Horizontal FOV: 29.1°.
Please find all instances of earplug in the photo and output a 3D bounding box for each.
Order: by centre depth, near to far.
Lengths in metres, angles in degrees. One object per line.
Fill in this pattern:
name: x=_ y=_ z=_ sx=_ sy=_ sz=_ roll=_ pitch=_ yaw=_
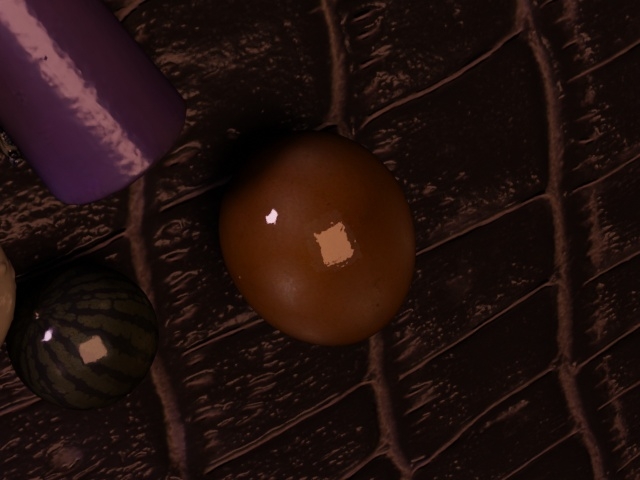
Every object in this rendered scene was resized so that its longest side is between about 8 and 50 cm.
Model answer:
earplug: x=-0.368 y=-0.270 z=1.502 sx=0.215 sy=0.215 sz=0.456 roll=-40 pitch=125 yaw=-8

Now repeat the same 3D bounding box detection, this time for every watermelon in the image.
watermelon: x=-0.333 y=0.133 z=1.721 sx=0.212 sy=0.212 sz=0.212 roll=-15 pitch=121 yaw=-26

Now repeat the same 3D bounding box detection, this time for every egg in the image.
egg: x=0.000 y=0.000 z=1.813 sx=0.282 sy=0.282 sz=0.351 roll=-38 pitch=128 yaw=-10

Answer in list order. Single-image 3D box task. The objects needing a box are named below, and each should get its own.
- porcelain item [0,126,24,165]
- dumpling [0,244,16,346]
porcelain item: x=-0.419 y=-0.143 z=1.606 sx=0.021 sy=0.075 sz=0.136 roll=-35 pitch=128 yaw=-11
dumpling: x=-0.497 y=0.083 z=1.578 sx=0.187 sy=0.243 sz=0.318 roll=-6 pitch=109 yaw=4
